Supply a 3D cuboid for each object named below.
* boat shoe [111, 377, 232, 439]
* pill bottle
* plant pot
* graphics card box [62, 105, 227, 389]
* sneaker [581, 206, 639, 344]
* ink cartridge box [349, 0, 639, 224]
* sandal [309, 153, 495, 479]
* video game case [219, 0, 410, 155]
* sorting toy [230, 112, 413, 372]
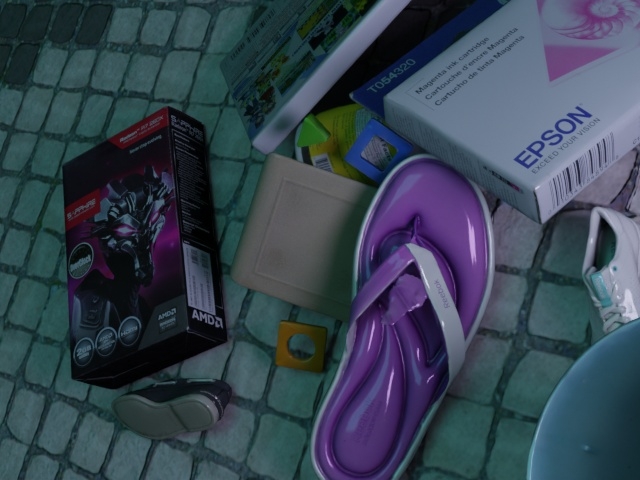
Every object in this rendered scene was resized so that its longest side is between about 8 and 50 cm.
[{"bbox_3d":[-0.206,0.228,1.486,0.206,0.075,0.065,-10,24,39],"label":"boat shoe"},{"bbox_3d":[0.082,-0.127,1.355,0.208,0.119,0.119,-13,66,32],"label":"pill bottle"},{"bbox_3d":[0.366,0.226,0.939,0.293,0.235,0.293,-14,65,33],"label":"plant pot"},{"bbox_3d":[-0.267,0.010,1.578,0.232,0.094,0.371,-23,62,28],"label":"graphics card box"},{"bbox_3d":[0.309,0.065,1.132,0.080,0.094,0.212,-17,64,29],"label":"sneaker"},{"bbox_3d":[0.244,-0.206,1.214,0.324,0.071,0.330,-39,51,-15],"label":"ink cartridge box"},{"bbox_3d":[0.099,0.106,1.227,0.169,0.102,0.416,14,92,6],"label":"sandal"},{"bbox_3d":[-0.002,-0.301,1.469,0.329,0.036,0.300,-46,30,13],"label":"video game case"},{"bbox_3d":[0.000,0.000,1.342,0.196,0.047,0.348,21,110,4],"label":"sorting toy"}]
